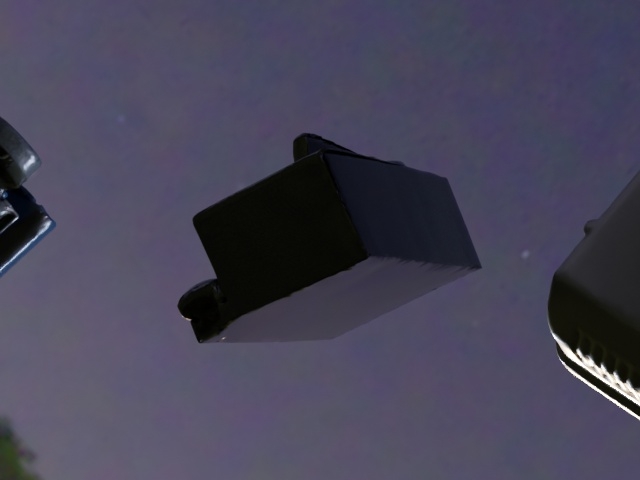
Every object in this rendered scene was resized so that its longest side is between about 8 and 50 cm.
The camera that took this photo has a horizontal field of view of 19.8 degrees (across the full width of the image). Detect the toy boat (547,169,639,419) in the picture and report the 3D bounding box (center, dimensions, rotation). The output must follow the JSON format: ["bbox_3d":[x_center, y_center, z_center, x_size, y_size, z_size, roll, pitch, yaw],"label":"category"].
[{"bbox_3d":[0.209,0.057,0.640,0.269,0.140,0.141,37,-32,34],"label":"toy boat"}]

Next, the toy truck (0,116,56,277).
[{"bbox_3d":[-0.341,-0.099,1.334,0.175,0.146,0.367,30,-21,50],"label":"toy truck"}]

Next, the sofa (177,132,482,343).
[{"bbox_3d":[0.000,0.000,0.758,0.085,0.147,0.060,-28,-102,20],"label":"sofa"}]
